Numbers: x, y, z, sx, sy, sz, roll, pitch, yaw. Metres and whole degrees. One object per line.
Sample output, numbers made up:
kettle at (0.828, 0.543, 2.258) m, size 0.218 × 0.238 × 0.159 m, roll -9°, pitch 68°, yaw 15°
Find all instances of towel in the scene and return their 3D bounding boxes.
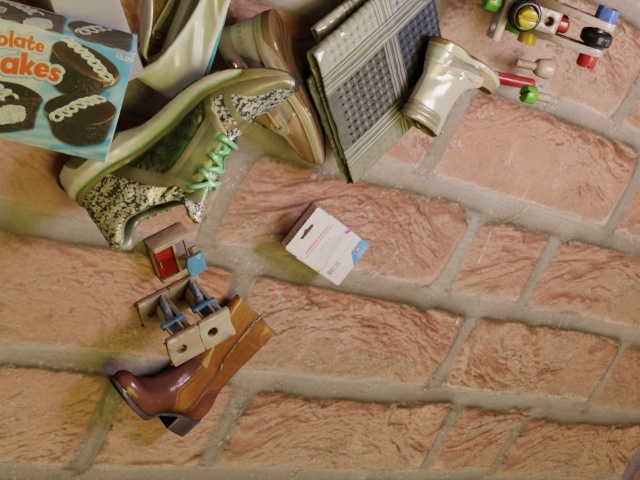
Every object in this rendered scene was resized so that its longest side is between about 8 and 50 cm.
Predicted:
towel at (0.103, -0.305, 1.889) m, size 0.324 × 0.056 × 0.312 m, roll -46°, pitch 141°, yaw -26°

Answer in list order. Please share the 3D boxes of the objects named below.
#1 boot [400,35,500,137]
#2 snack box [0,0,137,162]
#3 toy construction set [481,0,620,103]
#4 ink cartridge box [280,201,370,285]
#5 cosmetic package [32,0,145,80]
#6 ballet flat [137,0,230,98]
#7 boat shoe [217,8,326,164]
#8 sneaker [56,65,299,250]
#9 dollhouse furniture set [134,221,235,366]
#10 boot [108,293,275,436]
boot at (0.238, -0.266, 1.974) m, size 0.213 × 0.077 × 0.165 m, roll 21°, pitch 93°, yaw -50°
snack box at (-0.426, -0.229, 1.445) m, size 0.322 × 0.060 × 0.187 m, roll 12°, pitch 126°, yaw -16°
toy construction set at (0.371, -0.399, 1.992) m, size 0.237 × 0.257 × 0.309 m, roll 7°, pitch 139°, yaw -21°
ink cartridge box at (0.000, 0.000, 2.048) m, size 0.104 × 0.061 × 0.181 m, roll -51°, pitch 137°, yaw 2°
cosmetic package at (-0.343, -0.333, 1.504) m, size 0.107 × 0.127 × 0.238 m, roll -31°, pitch 136°, yaw -16°
ballet flat at (-0.181, -0.396, 1.593) m, size 0.139 × 0.139 × 0.400 m, roll 6°, pitch 118°, yaw -40°
boat shoe at (-0.074, -0.247, 1.798) m, size 0.110 × 0.122 × 0.341 m, roll -12°, pitch 141°, yaw 13°
sneaker at (-0.195, -0.117, 1.656) m, size 0.410 × 0.182 × 0.158 m, roll -30°, pitch 168°, yaw 10°
dollhouse furniture set at (-0.251, 0.095, 1.870) m, size 0.129 × 0.129 × 0.184 m, roll -29°, pitch 134°, yaw -19°
boot at (-0.232, 0.220, 1.998) m, size 0.280 × 0.096 × 0.264 m, roll -48°, pitch 136°, yaw -1°
